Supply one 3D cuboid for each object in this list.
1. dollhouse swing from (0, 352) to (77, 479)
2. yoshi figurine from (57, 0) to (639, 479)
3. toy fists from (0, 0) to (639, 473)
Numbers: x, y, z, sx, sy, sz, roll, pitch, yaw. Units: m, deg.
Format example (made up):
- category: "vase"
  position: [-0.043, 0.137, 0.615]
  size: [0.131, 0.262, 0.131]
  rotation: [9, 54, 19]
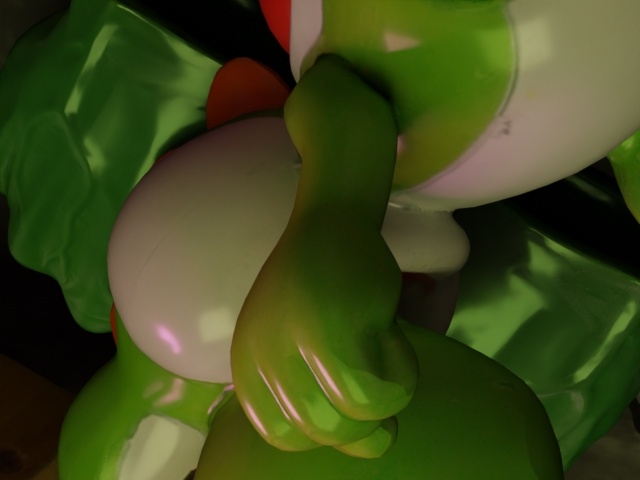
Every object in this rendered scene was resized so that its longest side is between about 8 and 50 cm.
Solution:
- category: "dollhouse swing"
  position: [-0.315, 0.152, 0.672]
  size: [0.347, 0.315, 0.305]
  rotation: [26, 118, 12]
- category: "yoshi figurine"
  position: [0.052, -0.012, 0.424]
  size: [0.204, 0.203, 0.362]
  rotation: [25, 117, -15]
- category: "toy fists"
  position: [0.000, 0.000, 0.594]
  size: [0.279, 0.096, 0.142]
  rotation: [27, 119, -9]
